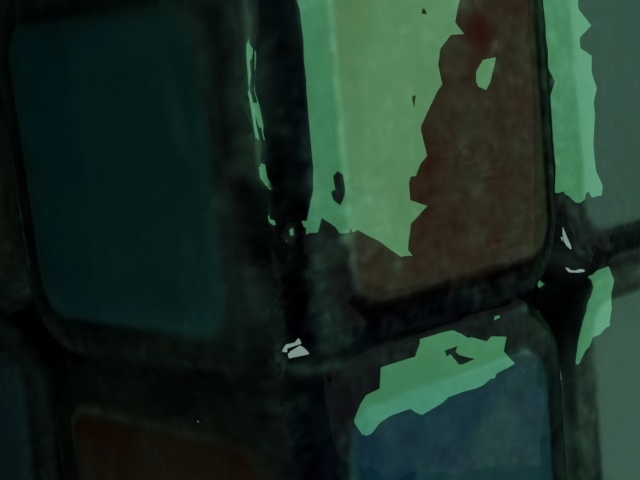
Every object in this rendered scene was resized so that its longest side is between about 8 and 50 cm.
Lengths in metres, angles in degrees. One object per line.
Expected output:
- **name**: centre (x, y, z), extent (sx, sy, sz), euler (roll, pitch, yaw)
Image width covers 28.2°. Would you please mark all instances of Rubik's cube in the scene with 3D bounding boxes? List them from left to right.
- **Rubik's cube**: centre (-0.003, 0.059, 0.548), extent (0.363, 0.359, 0.362), euler (-13, 102, -42)
